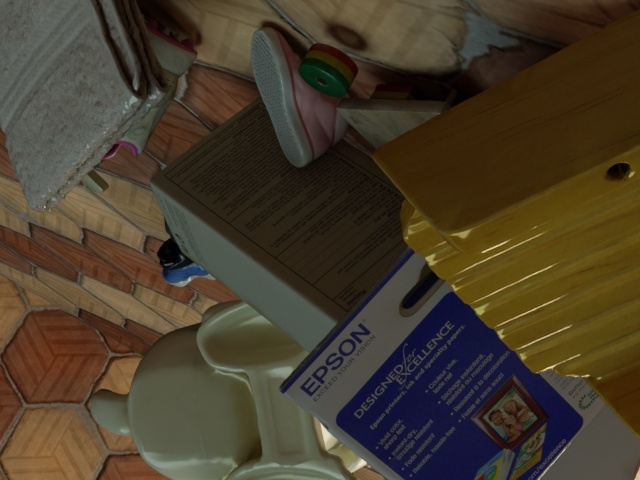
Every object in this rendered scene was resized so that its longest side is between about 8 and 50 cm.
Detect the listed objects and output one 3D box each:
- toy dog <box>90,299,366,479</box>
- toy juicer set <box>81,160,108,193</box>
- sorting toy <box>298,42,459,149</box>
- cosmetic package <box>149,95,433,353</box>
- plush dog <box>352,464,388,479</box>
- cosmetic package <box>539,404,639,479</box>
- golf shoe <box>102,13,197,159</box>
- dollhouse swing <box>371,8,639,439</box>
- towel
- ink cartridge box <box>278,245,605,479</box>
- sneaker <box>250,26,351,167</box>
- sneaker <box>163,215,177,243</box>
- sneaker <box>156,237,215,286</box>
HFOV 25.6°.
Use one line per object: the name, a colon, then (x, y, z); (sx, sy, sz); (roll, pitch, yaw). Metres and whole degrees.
toy dog: (-0.054, 0.192, 1.825); (0.395, 0.285, 0.408); (-17, -177, 21)
toy juicer set: (-0.351, -0.160, 1.731); (0.209, 0.089, 0.329); (49, 167, -18)
sorting toy: (0.109, -0.086, 1.216); (0.132, 0.046, 0.274); (9, 154, 50)
cosmetic package: (0.000, 0.000, 1.310); (0.309, 0.160, 0.113); (37, 157, 38)
plush dog: (0.120, 0.289, 2.111); (0.225, 0.262, 0.211); (-9, 106, 51)
cosmetic package: (0.267, 0.252, 1.571); (0.156, 0.217, 0.385); (25, 173, 14)
golf shoe: (-0.246, -0.155, 1.428); (0.115, 0.140, 0.306); (21, 172, -34)
dollhouse swing: (0.256, 0.080, 0.944); (0.315, 0.305, 0.347); (-27, 134, 22)
towel: (-0.243, -0.156, 1.304); (0.282, 0.049, 0.187); (-36, 72, 51)
ink cartridge box: (0.142, 0.073, 1.185); (0.307, 0.303, 0.072); (44, 179, -37)
sneaker: (-0.015, -0.140, 1.279); (0.051, 0.070, 0.134); (21, 135, 56)
sneaker: (-0.139, -0.040, 1.673); (0.146, 0.105, 0.296); (16, 165, 23)
sneaker: (-0.212, 0.027, 2.088); (0.084, 0.058, 0.152); (32, 161, -30)
